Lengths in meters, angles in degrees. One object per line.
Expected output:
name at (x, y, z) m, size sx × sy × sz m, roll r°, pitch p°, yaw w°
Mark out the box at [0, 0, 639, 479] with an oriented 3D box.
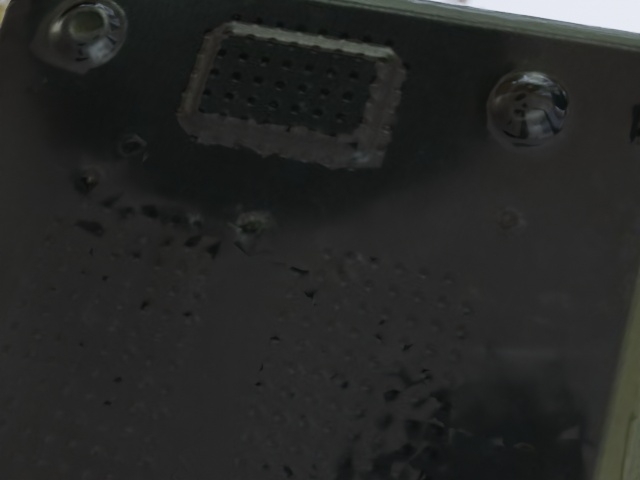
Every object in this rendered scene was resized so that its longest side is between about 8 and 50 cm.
box at (-0.026, 0.060, 0.326) m, size 0.211 × 0.045 × 0.270 m, roll 13°, pitch -110°, yaw 15°
